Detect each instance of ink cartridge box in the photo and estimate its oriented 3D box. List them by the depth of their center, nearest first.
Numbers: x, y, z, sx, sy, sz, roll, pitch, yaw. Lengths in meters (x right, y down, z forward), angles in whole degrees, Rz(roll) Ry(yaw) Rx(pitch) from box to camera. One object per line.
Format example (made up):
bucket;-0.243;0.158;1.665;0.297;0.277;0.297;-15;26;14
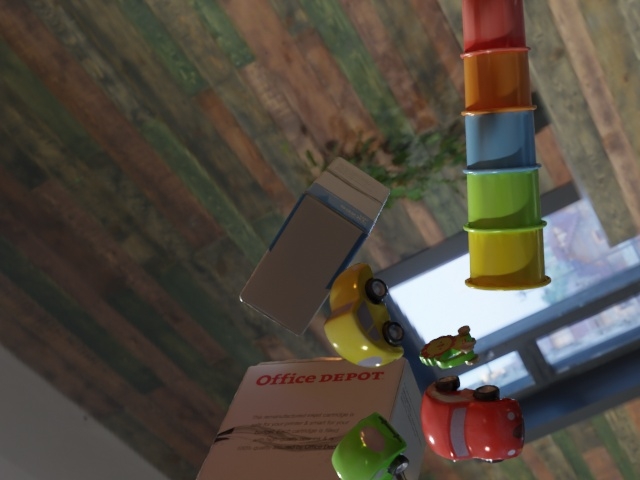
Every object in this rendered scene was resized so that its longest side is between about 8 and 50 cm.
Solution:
ink cartridge box;-0.019;0.366;1.301;0.395;0.285;0.166;-66;-38;-49
ink cartridge box;0.000;0.000;1.548;0.129;0.223;0.307;32;-160;1

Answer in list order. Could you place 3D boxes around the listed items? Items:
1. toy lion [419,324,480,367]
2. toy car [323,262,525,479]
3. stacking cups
toy lion;0.210;0.182;1.451;0.034;0.096;0.100;63;-168;-16
toy car;0.057;0.168;0.805;0.053;0.225;0.239;-13;-137;-38
stacking cups;0.200;-0.108;0.948;0.096;0.096;0.316;-25;-67;-76
